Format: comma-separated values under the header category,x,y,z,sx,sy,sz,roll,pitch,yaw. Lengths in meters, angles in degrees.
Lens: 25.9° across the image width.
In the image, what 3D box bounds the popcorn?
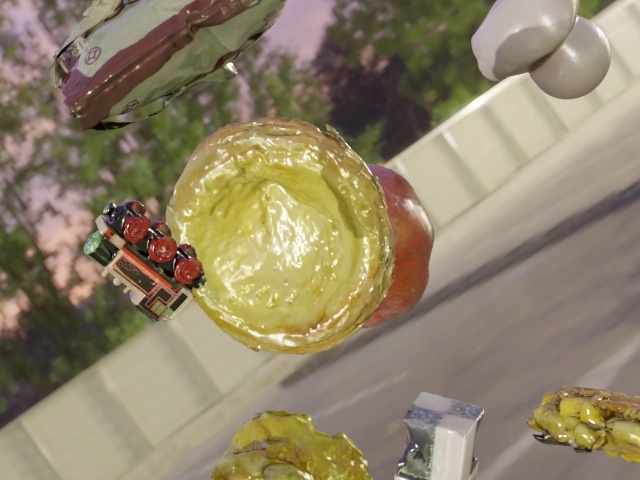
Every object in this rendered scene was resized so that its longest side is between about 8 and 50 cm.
category,x,y,z,sx,sy,sz,roll,pitch,yaw
popcorn,-0.032,0.281,1.463,0.197,0.197,0.155,-35,9,38

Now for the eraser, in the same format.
category,x,y,z,sx,sy,sz,roll,pitch,yaw
eraser,0.143,0.406,1.856,0.096,0.404,0.098,12,22,19

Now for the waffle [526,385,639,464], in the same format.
category,x,y,z,sx,sy,sz,roll,pitch,yaw
waffle,0.430,0.228,1.502,0.379,0.382,0.095,-179,102,-71

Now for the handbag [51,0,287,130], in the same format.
category,x,y,z,sx,sy,sz,roll,pitch,yaw
handbag,-0.125,-0.187,1.226,0.235,0.127,0.213,-36,18,-3

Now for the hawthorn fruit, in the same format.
category,x,y,z,sx,sy,sz,roll,pitch,yaw
hawthorn fruit,0.035,0.013,1.894,0.235,0.231,0.263,-10,13,36

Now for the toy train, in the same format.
category,x,y,z,sx,sy,sz,roll,pitch,yaw
toy train,-0.186,0.020,1.457,0.087,0.138,0.050,-47,25,3

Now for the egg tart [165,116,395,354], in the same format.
category,x,y,z,sx,sy,sz,roll,pitch,yaw
egg tart,-0.042,-0.009,1.741,0.315,0.315,0.120,-35,0,25

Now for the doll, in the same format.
category,x,y,z,sx,sy,sz,roll,pitch,yaw
doll,0.356,-0.309,2.155,0.221,0.221,0.251,-35,-2,3
